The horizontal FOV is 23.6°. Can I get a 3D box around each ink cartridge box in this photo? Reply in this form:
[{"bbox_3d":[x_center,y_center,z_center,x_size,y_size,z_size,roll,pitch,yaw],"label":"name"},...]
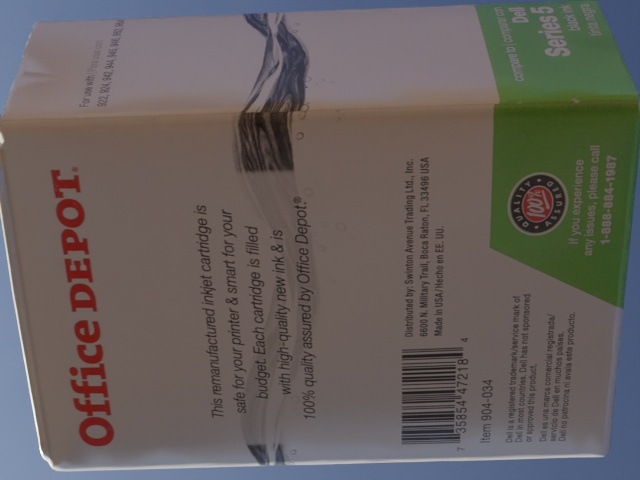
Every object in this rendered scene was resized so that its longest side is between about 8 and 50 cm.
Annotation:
[{"bbox_3d":[0.000,0.000,0.724,0.273,0.114,0.198,-1,-57,0],"label":"ink cartridge box"}]
